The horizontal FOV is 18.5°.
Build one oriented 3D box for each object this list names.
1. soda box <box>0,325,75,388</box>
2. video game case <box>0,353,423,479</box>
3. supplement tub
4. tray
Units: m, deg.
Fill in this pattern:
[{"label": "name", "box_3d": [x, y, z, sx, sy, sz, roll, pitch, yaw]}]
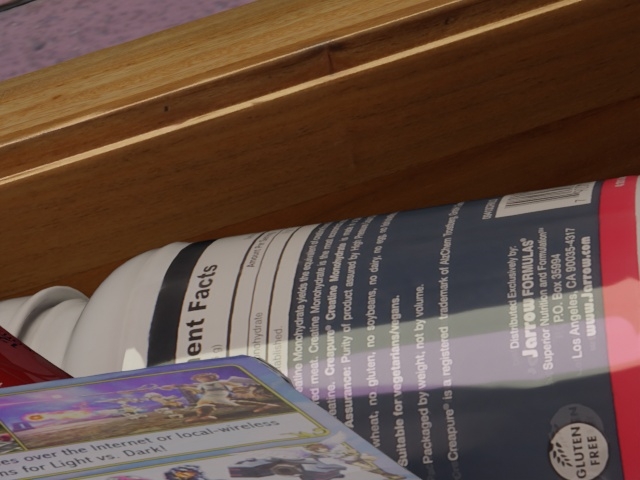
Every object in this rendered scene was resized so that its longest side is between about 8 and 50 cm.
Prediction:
[{"label": "soda box", "box_3d": [-0.022, 0.132, 0.565, 0.263, 0.092, 0.083, 32, 8, 3]}, {"label": "video game case", "box_3d": [-0.084, 0.096, 0.341, 0.269, 0.061, 0.244, -7, 17, -25]}, {"label": "supplement tub", "box_3d": [0.024, 0.085, 0.694, 0.272, 0.191, 0.191, -9, 28, 14]}, {"label": "tray", "box_3d": [0.000, 0.000, 0.850, 0.411, 0.203, 0.076, -18, 29, -5]}]
